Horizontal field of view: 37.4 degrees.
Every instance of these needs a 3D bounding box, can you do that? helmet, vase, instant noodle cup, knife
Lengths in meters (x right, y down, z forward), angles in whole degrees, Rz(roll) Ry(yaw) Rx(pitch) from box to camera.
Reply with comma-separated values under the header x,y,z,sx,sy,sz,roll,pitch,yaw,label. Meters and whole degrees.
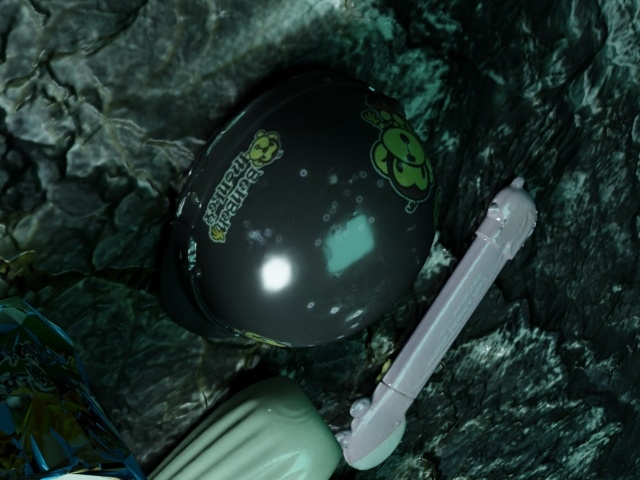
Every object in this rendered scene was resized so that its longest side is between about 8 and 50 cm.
x,y,z,sx,sy,sz,roll,pitch,yaw,label
0.000,0.000,0.826,0.230,0.160,0.279,27,97,-52,helmet
-0.103,0.243,0.939,0.248,0.128,0.128,-34,138,-7,vase
-0.243,0.192,0.714,0.240,0.178,0.240,-24,132,-30,instant noodle cup
0.140,0.102,1.131,0.398,0.038,0.132,-56,142,1,knife

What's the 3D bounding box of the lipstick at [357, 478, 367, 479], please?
x,y,z,sx,sy,sz,roll,pitch,yaw,label
-0.038,0.337,1.105,0.280,0.073,0.073,-3,120,-43,lipstick
